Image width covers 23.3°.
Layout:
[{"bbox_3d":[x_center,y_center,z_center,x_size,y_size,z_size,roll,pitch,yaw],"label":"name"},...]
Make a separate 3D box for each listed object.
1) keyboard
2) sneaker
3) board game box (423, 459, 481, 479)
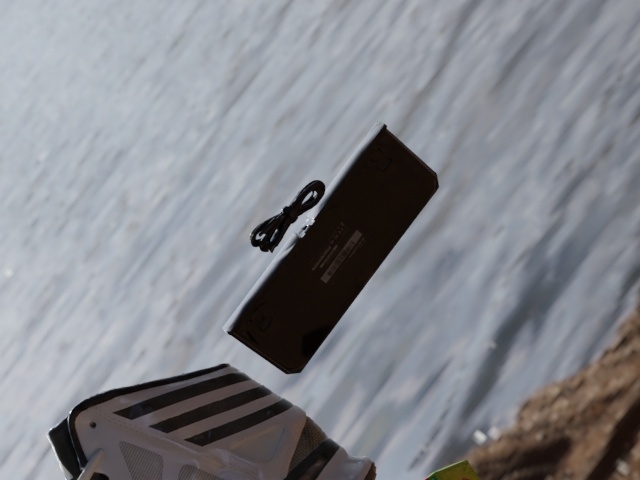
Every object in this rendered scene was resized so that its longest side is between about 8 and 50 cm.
[{"bbox_3d":[0.000,0.000,1.080,0.180,0.108,0.023,-54,42,-3],"label":"keyboard"},{"bbox_3d":[-0.179,0.297,1.362,0.447,0.257,0.169,-50,-6,-19],"label":"sneaker"},{"bbox_3d":[0.019,0.191,0.714,0.181,0.092,0.043,-40,-15,20],"label":"board game box"}]
